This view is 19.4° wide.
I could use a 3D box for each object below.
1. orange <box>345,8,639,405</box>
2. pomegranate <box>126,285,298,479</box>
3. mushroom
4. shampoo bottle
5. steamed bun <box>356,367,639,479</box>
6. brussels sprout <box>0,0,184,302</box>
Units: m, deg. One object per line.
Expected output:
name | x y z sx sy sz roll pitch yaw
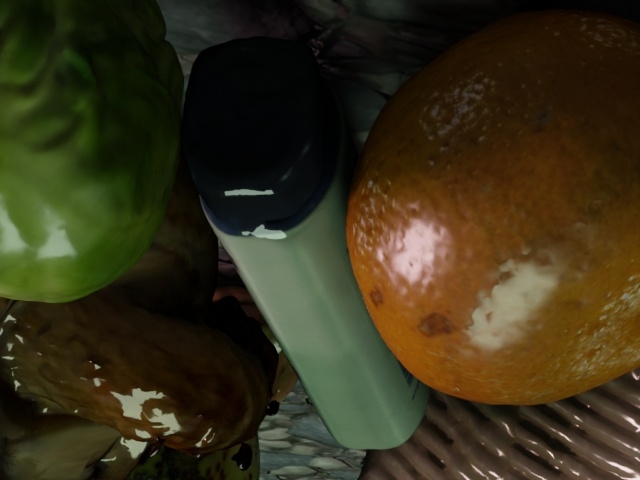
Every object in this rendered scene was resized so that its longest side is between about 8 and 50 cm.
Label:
orange | 0.119 -0.018 0.967 0.224 0.170 0.224 -25 150 -16
pomegranate | -0.123 0.106 1.318 0.204 0.276 0.222 35 -178 34
mushroom | -0.158 0.053 1.110 0.283 0.263 0.195 32 180 -27
shampoo bottle | 0.000 0.000 1.087 0.078 0.134 0.359 -2 153 12
steamed bun | 0.178 0.196 1.298 0.310 0.324 0.219 -9 159 43
brussels sprout | -0.157 -0.067 0.870 0.161 0.223 0.223 -33 140 31
